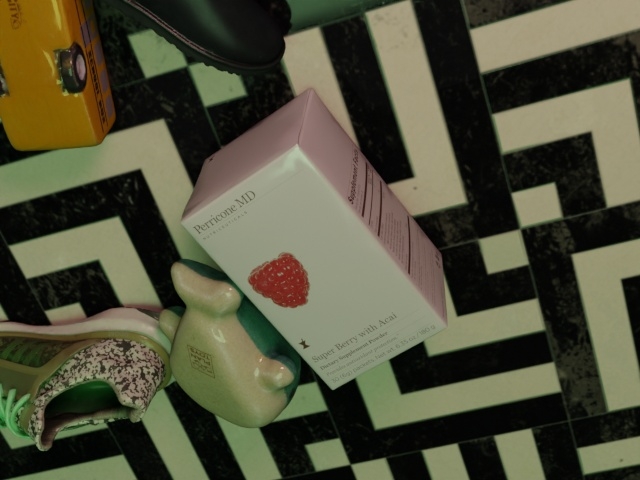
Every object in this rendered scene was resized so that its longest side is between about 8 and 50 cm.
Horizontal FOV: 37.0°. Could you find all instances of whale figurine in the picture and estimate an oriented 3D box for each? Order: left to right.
[{"bbox_3d":[-0.111,0.119,1.243,0.216,0.141,0.272,20,140,29],"label":"whale figurine"}]

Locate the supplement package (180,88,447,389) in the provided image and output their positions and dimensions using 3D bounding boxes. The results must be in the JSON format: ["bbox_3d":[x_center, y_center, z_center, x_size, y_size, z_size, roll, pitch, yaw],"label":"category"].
[{"bbox_3d":[0.000,0.000,1.166,0.178,0.175,0.293,-32,113,21],"label":"supplement package"}]

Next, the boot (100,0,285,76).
[{"bbox_3d":[-0.111,-0.291,0.990,0.247,0.094,0.207,26,145,-17],"label":"boot"}]

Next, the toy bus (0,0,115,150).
[{"bbox_3d":[-0.318,-0.264,1.061,0.108,0.130,0.332,-2,120,6],"label":"toy bus"}]

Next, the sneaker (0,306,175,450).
[{"bbox_3d":[-0.394,0.209,1.309,0.411,0.182,0.158,-15,118,12],"label":"sneaker"}]
